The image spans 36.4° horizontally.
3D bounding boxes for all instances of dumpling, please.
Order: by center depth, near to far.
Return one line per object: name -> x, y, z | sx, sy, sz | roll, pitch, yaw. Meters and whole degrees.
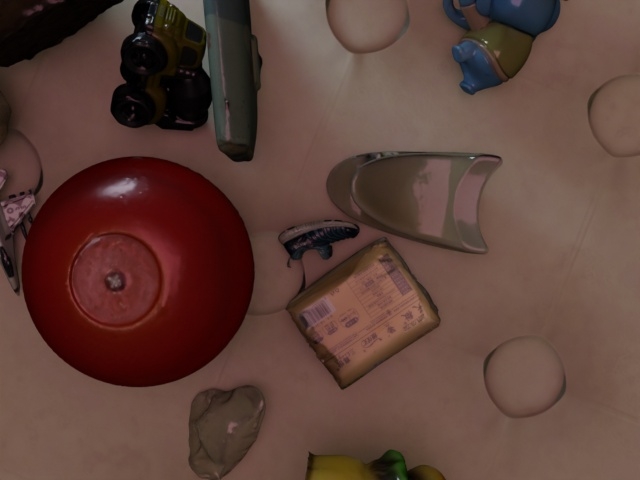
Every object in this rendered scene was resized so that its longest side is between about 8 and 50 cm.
dumpling -> -0.174, 0.317, 1.698 | 0.134, 0.100, 0.169 | 36, 116, 33

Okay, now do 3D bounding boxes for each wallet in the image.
wallet -> -0.143, -0.308, 1.598 | 0.083, 0.252, 0.360 | -4, 88, 3

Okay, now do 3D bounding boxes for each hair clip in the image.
hair clip -> 0.154, -0.079, 1.683 | 0.282, 0.113, 0.172 | 8, 91, -6

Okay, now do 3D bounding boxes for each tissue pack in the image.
tissue pack -> 0.075, 0.124, 1.689 | 0.222, 0.090, 0.186 | -36, 89, -1

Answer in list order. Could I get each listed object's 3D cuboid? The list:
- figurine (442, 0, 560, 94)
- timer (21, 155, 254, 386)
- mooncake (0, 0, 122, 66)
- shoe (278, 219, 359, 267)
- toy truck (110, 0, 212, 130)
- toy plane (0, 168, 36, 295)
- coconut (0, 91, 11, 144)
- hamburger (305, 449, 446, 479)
figurine -> 0.308, -0.385, 1.651 | 0.180, 0.154, 0.262 | 44, 87, -12
timer -> -0.296, 0.051, 1.593 | 0.378, 0.279, 0.378 | 0, 93, 2
mooncake -> -0.462, -0.419, 1.566 | 0.324, 0.324, 0.187 | -30, 97, 0
shoe -> 0.000, 0.000, 1.699 | 0.143, 0.064, 0.071 | -13, 90, 3
toy truck -> -0.251, -0.286, 1.622 | 0.165, 0.224, 0.147 | 13, 47, -11
toy plane -> -0.563, -0.020, 1.695 | 0.160, 0.082, 0.234 | -18, 106, -10
coconut -> -0.641, -0.231, 1.621 | 0.224, 0.224, 0.234 | -38, 85, 0
hamburger -> 0.089, 0.528, 1.549 | 0.277, 0.396, 0.395 | 8, 91, 0
